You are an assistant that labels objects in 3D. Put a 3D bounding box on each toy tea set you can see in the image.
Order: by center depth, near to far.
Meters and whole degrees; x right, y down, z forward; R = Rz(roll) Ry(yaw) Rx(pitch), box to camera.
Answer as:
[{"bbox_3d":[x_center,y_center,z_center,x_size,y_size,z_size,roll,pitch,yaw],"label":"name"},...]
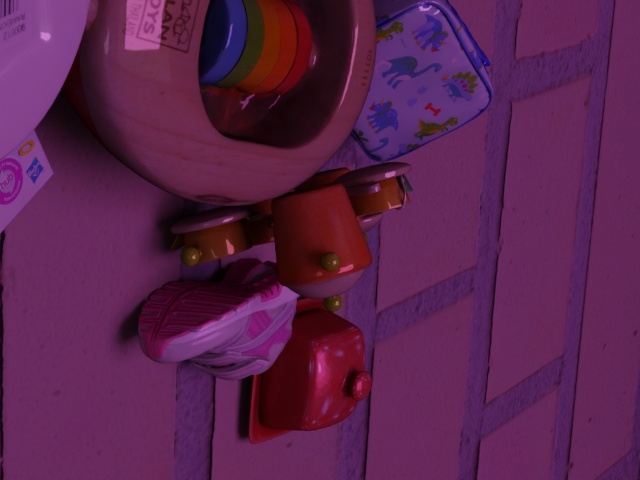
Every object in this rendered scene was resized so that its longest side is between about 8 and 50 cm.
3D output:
[{"bbox_3d":[0.000,0.000,1.808,0.336,0.200,0.124,-22,100,-59],"label":"toy tea set"}]

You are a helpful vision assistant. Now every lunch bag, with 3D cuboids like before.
[{"bbox_3d":[0.087,-0.195,1.908,0.219,0.176,0.090,50,16,-50],"label":"lunch bag"}]

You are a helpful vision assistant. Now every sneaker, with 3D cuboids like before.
[{"bbox_3d":[-0.095,0.097,1.787,0.252,0.103,0.111,-18,115,-55],"label":"sneaker"}]

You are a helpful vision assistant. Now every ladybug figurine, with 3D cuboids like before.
[{"bbox_3d":[-0.107,-0.191,1.595,0.449,0.161,0.305,11,93,-60],"label":"ladybug figurine"}]

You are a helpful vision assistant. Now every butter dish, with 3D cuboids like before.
[{"bbox_3d":[0.003,0.153,1.955,0.160,0.118,0.160,-14,113,-57],"label":"butter dish"}]

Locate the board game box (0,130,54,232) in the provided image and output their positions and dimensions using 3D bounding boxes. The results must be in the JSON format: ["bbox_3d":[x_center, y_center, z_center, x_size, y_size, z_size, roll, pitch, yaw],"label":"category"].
[{"bbox_3d":[-0.366,-0.071,1.290,0.308,0.086,0.302,-54,143,-33],"label":"board game box"}]

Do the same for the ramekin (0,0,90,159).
[{"bbox_3d":[-0.267,-0.175,1.149,0.277,0.135,0.277,-51,150,-45],"label":"ramekin"}]
